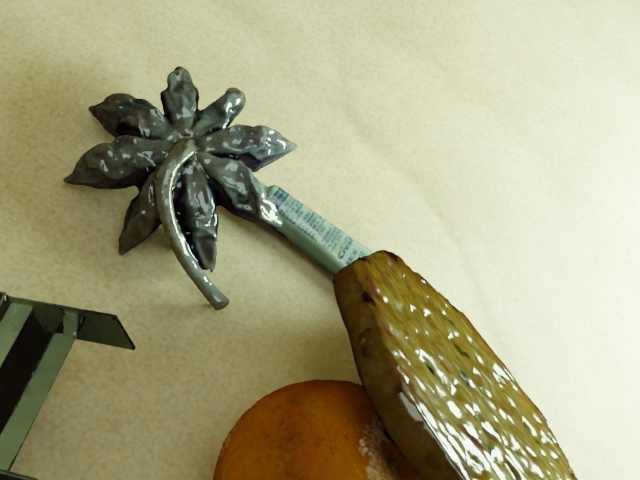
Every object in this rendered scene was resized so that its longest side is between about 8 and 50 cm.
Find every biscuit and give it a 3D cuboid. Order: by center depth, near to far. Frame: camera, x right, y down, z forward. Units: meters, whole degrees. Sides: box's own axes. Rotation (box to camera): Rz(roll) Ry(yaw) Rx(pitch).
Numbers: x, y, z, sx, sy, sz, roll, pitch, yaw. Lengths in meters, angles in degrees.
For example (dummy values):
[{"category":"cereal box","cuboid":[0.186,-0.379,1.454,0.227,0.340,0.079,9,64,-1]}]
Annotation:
[{"category":"biscuit","cuboid":[0.131,0.152,0.814,0.359,0.046,0.359,47,17,-19]}]

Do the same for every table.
[{"category":"table","cuboid":[-0.261,0.117,0.736,0.175,0.062,0.146,9,54,16]}]

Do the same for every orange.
[{"category":"orange","cuboid":[0.011,0.224,0.751,0.224,0.170,0.224,33,34,-26]}]

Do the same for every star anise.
[{"category":"star anise","cuboid":[-0.127,-0.064,0.891,0.230,0.081,0.262,-6,69,-18]}]

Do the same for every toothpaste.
[{"category":"toothpaste","cuboid":[0.000,0.000,0.952,0.216,0.037,0.062,36,56,-7]}]
